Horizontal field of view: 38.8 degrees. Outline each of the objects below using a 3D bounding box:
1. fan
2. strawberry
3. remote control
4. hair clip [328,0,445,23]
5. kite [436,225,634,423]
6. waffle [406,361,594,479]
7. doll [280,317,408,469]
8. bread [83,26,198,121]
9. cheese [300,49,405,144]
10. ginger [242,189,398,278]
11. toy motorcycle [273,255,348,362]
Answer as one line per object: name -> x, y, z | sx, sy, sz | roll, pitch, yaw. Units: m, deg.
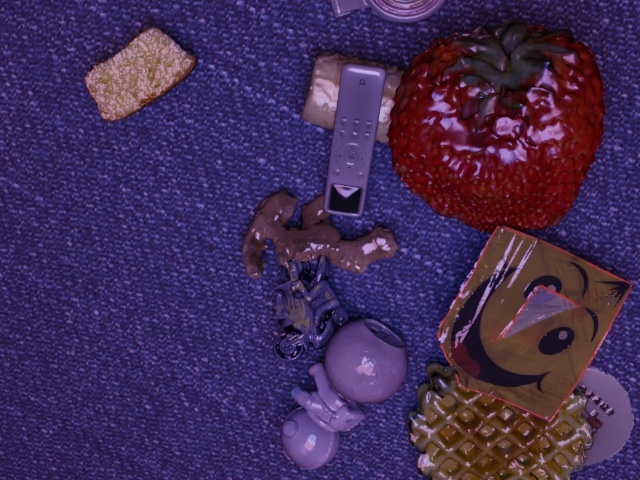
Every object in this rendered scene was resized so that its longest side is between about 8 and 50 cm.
fan -> 0.409, 0.362, 1.604 | 0.190, 0.009, 0.329 | 40, 105, -7
strawberry -> 0.261, -0.151, 1.359 | 0.312, 0.267, 0.351 | -4, 138, 13
remote control -> 0.050, -0.148, 1.404 | 0.067, 0.029, 0.261 | 8, 124, 1
hair clip -> 0.117, -0.402, 1.404 | 0.220, 0.054, 0.140 | -17, 97, 6
kite -> 0.351, 0.133, 1.452 | 0.327, 0.013, 0.378 | -23, 112, -2
waffle -> 0.309, 0.327, 1.574 | 0.317, 0.073, 0.297 | -3, 108, 4
doll -> 0.031, 0.270, 1.539 | 0.151, 0.151, 0.287 | 33, 102, -4
bread -> -0.289, -0.271, 1.469 | 0.187, 0.065, 0.103 | -35, 98, 15
cheese -> 0.060, -0.225, 1.434 | 0.167, 0.094, 0.123 | 14, 99, -2
ginger -> -0.003, -0.015, 1.499 | 0.258, 0.065, 0.149 | -3, 80, 6
toy motorcycle -> -0.014, 0.111, 1.511 | 0.124, 0.061, 0.193 | 0, 66, 10
